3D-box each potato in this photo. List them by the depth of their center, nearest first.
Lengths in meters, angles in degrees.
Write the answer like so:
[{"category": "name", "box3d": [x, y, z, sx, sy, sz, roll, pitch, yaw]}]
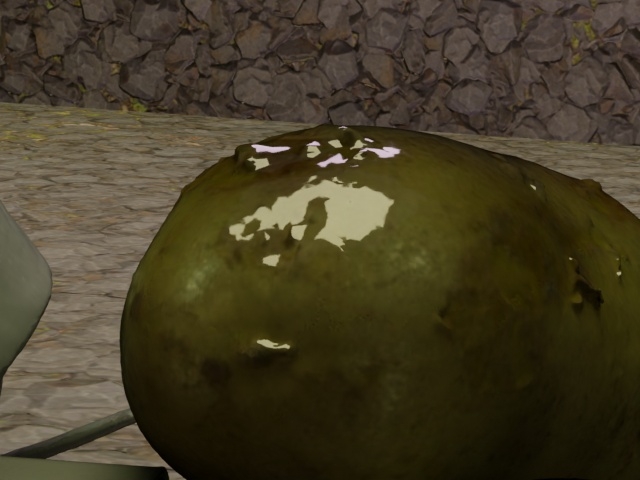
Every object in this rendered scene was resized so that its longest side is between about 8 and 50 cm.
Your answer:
[{"category": "potato", "box3d": [0.034, 0.042, 0.749, 0.210, 0.173, 0.307, 7, -5, 30]}]

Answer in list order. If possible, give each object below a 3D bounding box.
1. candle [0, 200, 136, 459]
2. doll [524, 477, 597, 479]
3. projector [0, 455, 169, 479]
[{"category": "candle", "box3d": [-0.267, 0.006, 0.863, 0.221, 0.342, 0.221, -27, 23, 12]}, {"category": "doll", "box3d": [0.061, 0.142, 0.598, 0.110, 0.107, 0.180, 31, 29, 26]}, {"category": "projector", "box3d": [-0.105, 0.130, 0.689, 0.082, 0.083, 0.083, 3, 10, 8]}]
